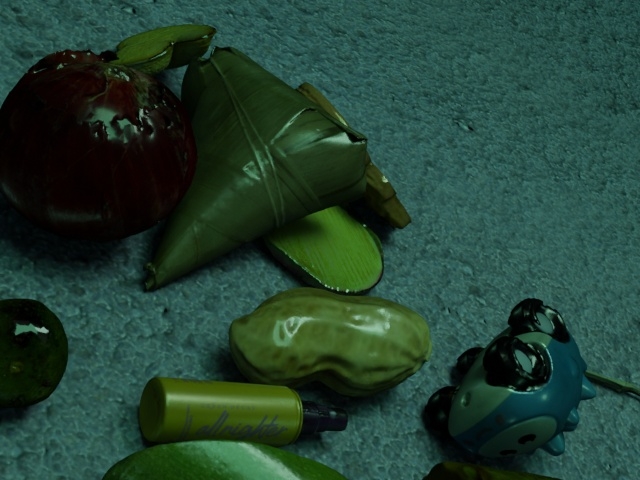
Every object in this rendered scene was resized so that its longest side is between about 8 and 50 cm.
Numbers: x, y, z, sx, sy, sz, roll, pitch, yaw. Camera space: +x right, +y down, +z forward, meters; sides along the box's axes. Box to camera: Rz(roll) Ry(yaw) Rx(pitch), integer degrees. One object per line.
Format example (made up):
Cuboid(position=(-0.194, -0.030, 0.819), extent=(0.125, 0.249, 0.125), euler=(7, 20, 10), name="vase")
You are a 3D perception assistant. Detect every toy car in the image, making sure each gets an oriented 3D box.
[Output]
Cuboid(position=(0.291, 0.219, 1.569), extent=(0.190, 0.188, 0.255), euler=(46, 35, 3), name="toy car")

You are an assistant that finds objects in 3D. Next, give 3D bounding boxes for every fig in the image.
Cuboid(position=(-0.355, 0.122, 1.260), extent=(0.123, 0.123, 0.156), euler=(20, 1, -20), name="fig")

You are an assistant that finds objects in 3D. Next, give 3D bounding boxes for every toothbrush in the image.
Cuboid(position=(0.483, 0.239, 1.828), extent=(0.294, 0.026, 0.028), euler=(25, 53, -14), name="toothbrush")

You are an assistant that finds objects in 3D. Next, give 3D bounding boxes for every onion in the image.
Cuboid(position=(-0.297, -0.119, 1.442), extent=(0.276, 0.276, 0.276), euler=(21, 39, -18), name="onion")

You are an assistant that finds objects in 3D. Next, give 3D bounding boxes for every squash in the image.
Cuboid(position=(-0.076, 0.283, 1.281), extent=(0.288, 0.111, 0.203), euler=(36, 35, 4), name="squash")

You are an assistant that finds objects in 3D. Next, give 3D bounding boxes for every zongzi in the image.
Cuboid(position=(-0.191, -0.144, 1.656), extent=(0.418, 0.181, 0.447), euler=(-32, 49, -22), name="zongzi")

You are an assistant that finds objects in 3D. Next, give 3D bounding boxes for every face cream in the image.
Cuboid(position=(-0.087, 0.218, 1.365), extent=(0.273, 0.078, 0.078), euler=(9, 44, -31), name="face cream")

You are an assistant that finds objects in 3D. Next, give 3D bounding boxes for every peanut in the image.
Cuboid(position=(0.014, 0.139, 1.485), extent=(0.305, 0.147, 0.147), euler=(10, 43, -28), name="peanut")

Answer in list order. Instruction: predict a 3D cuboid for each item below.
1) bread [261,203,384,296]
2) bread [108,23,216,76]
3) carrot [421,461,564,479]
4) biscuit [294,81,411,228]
Cuboid(position=(0.000, 0.000, 1.709), extent=(0.228, 0.033, 0.228), euler=(23, 39, -19), name="bread")
Cuboid(position=(-0.254, -0.298, 1.763), extent=(0.187, 0.065, 0.149), euler=(-6, 27, 18), name="bread")
Cuboid(position=(0.232, 0.396, 1.288), extent=(0.340, 0.241, 0.241), euler=(16, 41, -22), name="carrot")
Cuboid(position=(0.049, -0.135, 1.792), extent=(0.289, 0.044, 0.202), euler=(55, -4, -14), name="biscuit")
